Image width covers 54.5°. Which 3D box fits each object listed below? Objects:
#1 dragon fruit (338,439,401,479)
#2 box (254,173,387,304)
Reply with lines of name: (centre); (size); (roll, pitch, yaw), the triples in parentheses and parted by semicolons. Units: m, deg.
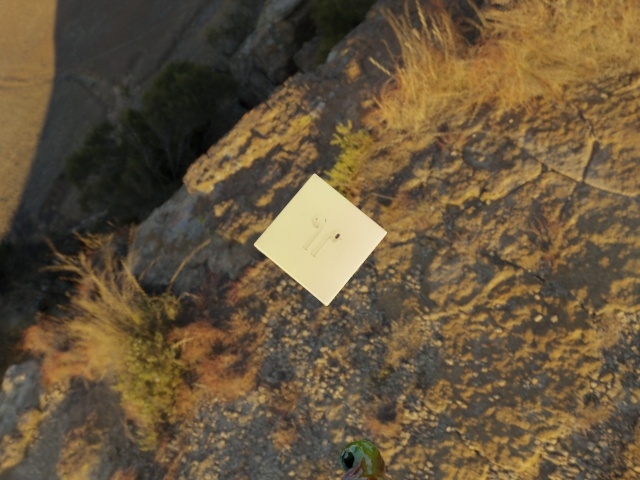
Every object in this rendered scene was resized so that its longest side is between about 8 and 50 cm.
dragon fruit: (0.066, 0.390, 0.720); (0.130, 0.268, 0.295); (-5, 82, 38)
box: (0.000, 0.000, 0.866); (0.129, 0.130, 0.051); (-50, -3, -6)
